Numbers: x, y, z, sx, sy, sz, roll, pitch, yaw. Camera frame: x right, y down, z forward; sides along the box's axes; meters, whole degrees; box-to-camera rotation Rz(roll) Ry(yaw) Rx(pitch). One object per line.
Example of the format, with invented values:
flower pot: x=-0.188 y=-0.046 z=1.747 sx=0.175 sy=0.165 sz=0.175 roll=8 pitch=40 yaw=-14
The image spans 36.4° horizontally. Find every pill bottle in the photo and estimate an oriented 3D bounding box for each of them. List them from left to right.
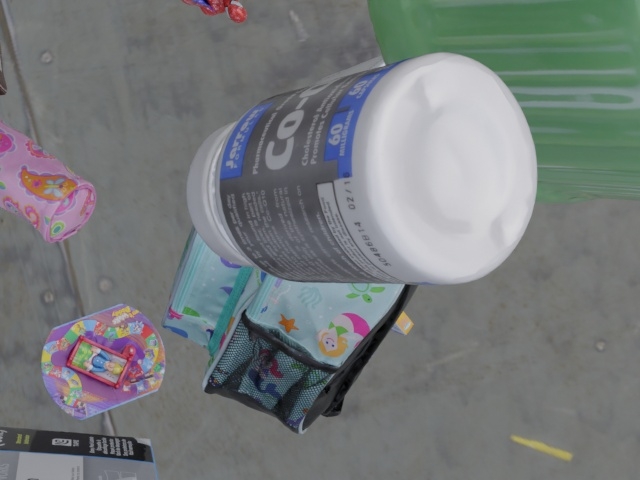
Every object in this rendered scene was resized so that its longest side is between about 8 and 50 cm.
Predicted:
pill bottle: x=0.008 y=-0.022 z=0.374 sx=0.078 sy=0.137 sz=0.078 roll=1 pitch=88 yaw=-35

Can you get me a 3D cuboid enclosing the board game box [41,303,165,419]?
board game box: x=-0.297 y=0.164 z=1.336 sx=0.168 sy=0.033 sz=0.133 roll=-20 pitch=87 yaw=-17

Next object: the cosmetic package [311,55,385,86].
cosmetic package: x=0.013 y=-0.118 z=1.256 sx=0.224 sy=0.224 sz=0.138 roll=-41 pitch=108 yaw=-23

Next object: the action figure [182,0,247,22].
action figure: x=-0.202 y=-0.424 z=1.400 sx=0.091 sy=0.139 sz=0.280 roll=-41 pitch=74 yaw=13

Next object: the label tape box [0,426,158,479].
label tape box: x=-0.363 y=0.307 z=1.123 sx=0.347 sy=0.249 sz=0.115 roll=10 pitch=98 yaw=-15

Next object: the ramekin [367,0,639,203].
ramekin: x=0.179 y=-0.158 z=0.471 sx=0.303 sy=0.148 sz=0.304 roll=-9 pitch=106 yaw=-36

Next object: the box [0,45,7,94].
box: x=-0.645 y=-0.277 z=1.344 sx=0.381 sy=0.143 sz=0.191 roll=-8 pitch=80 yaw=-3

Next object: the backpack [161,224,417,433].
backpack: x=0.000 y=0.000 z=0.772 sx=0.191 sy=0.253 sz=0.225 roll=31 pitch=47 yaw=-6

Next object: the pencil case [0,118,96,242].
pencil case: x=-0.499 y=-0.111 z=1.564 sx=0.284 sy=0.124 sz=0.124 roll=32 pitch=87 yaw=13

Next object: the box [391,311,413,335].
box: x=0.101 y=0.111 z=1.644 sx=0.028 sy=0.081 sz=0.136 roll=-54 pitch=130 yaw=-14
